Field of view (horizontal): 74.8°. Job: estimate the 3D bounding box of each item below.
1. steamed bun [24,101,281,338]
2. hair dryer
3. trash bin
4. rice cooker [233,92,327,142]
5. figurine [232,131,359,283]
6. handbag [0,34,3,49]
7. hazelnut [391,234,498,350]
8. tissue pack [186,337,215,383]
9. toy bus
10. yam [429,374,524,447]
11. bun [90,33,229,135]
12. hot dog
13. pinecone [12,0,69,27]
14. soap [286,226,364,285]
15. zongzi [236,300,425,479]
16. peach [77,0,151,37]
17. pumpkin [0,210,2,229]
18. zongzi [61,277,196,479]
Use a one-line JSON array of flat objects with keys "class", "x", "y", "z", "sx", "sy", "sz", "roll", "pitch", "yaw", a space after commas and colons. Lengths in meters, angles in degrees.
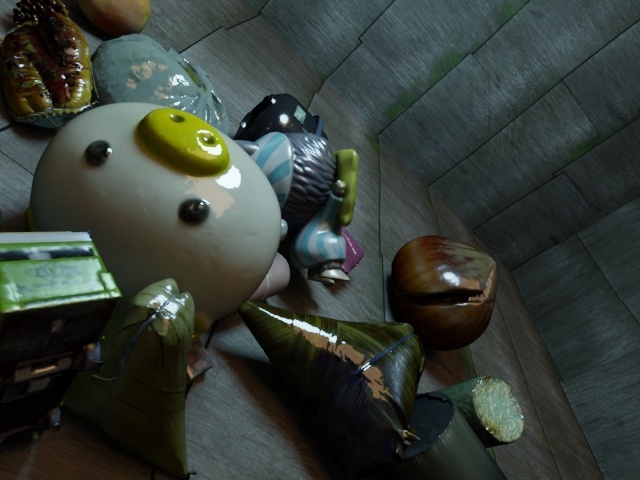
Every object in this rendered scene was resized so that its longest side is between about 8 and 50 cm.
[{"class": "steamed bun", "x": -0.248, "y": -0.038, "z": 0.668, "sx": 0.374, "sy": 0.334, "sz": 0.334, "roll": 30, "pitch": 30, "yaw": -2}, {"class": "hair dryer", "x": -0.233, "y": -0.001, "z": 0.918, "sx": 0.344, "sy": 0.107, "sz": 0.189, "roll": 48, "pitch": 28, "yaw": 15}, {"class": "trash bin", "x": 0.276, "y": 0.501, "z": 0.884, "sx": 0.301, "sy": 0.252, "sz": 0.203, "roll": 55, "pitch": 26, "yaw": -2}, {"class": "rice cooker", "x": -0.121, "y": -0.298, "z": 1.251, "sx": 0.224, "sy": 0.267, "sz": 0.267, "roll": 40, "pitch": 29, "yaw": -28}, {"class": "figurine", "x": -0.120, "y": -0.086, "z": 1.017, "sx": 0.377, "sy": 0.266, "sz": 0.361, "roll": 4, "pitch": 79, "yaw": -15}, {"class": "handbag", "x": -0.673, "y": -0.421, "z": 0.826, "sx": 0.083, "sy": 0.027, "sz": 0.061, "roll": 60, "pitch": 25, "yaw": 8}, {"class": "hazelnut", "x": 0.405, "y": 0.159, "z": 1.410, "sx": 0.359, "sy": 0.359, "sz": 0.409, "roll": 38, "pitch": 21, "yaw": -22}, {"class": "tissue pack", "x": -0.230, "y": 0.197, "z": 0.720, "sx": 0.083, "sy": 0.035, "sz": 0.063, "roll": 57, "pitch": 28, "yaw": 8}, {"class": "toy bus", "x": -0.312, "y": 0.111, "z": 0.423, "sx": 0.113, "sy": 0.302, "sz": 0.139, "roll": -4, "pitch": 52, "yaw": -53}, {"class": "yam", "x": 0.351, "y": 0.446, "z": 1.054, "sx": 0.161, "sy": 0.268, "sz": 0.161, "roll": 20, "pitch": 50, "yaw": -27}, {"class": "bun", "x": -0.373, "y": -0.342, "z": 0.992, "sx": 0.354, "sy": 0.194, "sz": 0.354, "roll": 37, "pitch": 28, "yaw": -24}, {"class": "hot dog", "x": -0.533, "y": -0.334, "z": 0.814, "sx": 0.162, "sy": 0.082, "sz": 0.270, "roll": -15, "pitch": 69, "yaw": -14}, {"class": "pinecone", "x": -0.618, "y": -0.486, "z": 0.926, "sx": 0.102, "sy": 0.102, "sz": 0.109, "roll": 42, "pitch": 57, "yaw": -16}, {"class": "soap", "x": 0.000, "y": 0.000, "z": 1.239, "sx": 0.250, "sy": 0.099, "sz": 0.162, "roll": 50, "pitch": 35, "yaw": -1}, {"class": "zongzi", "x": 0.044, "y": 0.213, "z": 0.929, "sx": 0.432, "sy": 0.208, "sz": 0.403, "roll": 48, "pitch": 29, "yaw": 1}, {"class": "peach", "x": -0.554, "y": -0.641, "z": 1.117, "sx": 0.184, "sy": 0.184, "sz": 0.184, "roll": 36, "pitch": 31, "yaw": -26}, {"class": "pumpkin", "x": -0.496, "y": -0.018, "z": 0.414, "sx": 0.300, "sy": 0.207, "sz": 0.300, "roll": 24, "pitch": 32, "yaw": -16}, {"class": "zongzi", "x": -0.202, "y": 0.202, "z": 0.554, "sx": 0.256, "sy": 0.228, "sz": 0.115, "roll": 49, "pitch": 20, "yaw": -7}]
